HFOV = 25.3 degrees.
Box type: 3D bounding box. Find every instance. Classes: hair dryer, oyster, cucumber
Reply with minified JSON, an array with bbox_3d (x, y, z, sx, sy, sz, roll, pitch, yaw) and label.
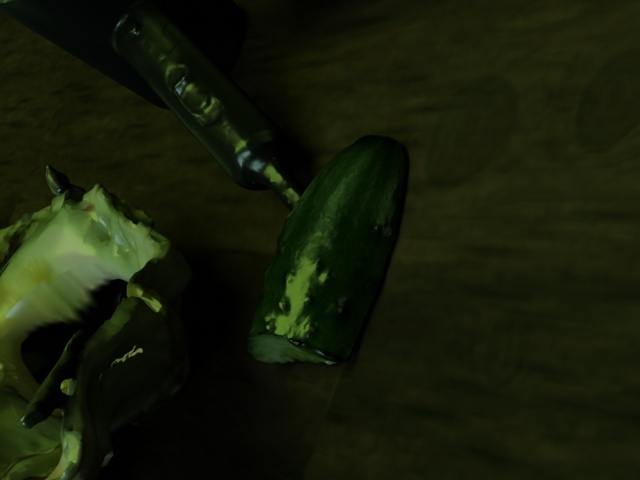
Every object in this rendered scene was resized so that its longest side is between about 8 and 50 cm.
[{"bbox_3d":[-0.082,-0.093,0.709,0.078,0.195,0.248,-52,52,8],"label":"hair dryer"},{"bbox_3d":[-0.137,0.070,0.700,0.201,0.107,0.354,-43,24,13],"label":"oyster"},{"bbox_3d":[0.000,0.000,0.618,0.067,0.035,0.107,-6,61,59],"label":"cucumber"}]
